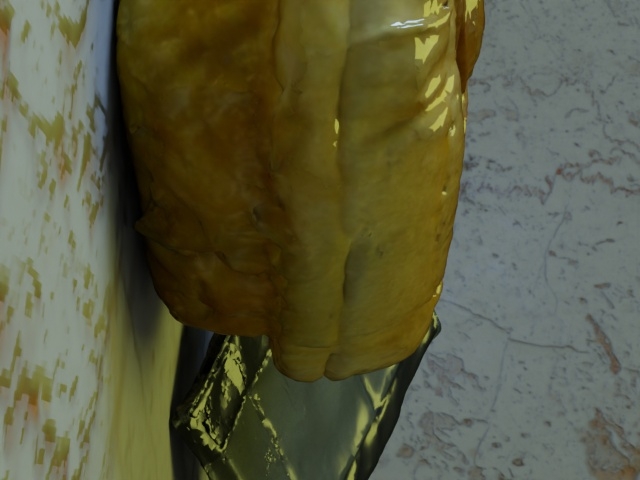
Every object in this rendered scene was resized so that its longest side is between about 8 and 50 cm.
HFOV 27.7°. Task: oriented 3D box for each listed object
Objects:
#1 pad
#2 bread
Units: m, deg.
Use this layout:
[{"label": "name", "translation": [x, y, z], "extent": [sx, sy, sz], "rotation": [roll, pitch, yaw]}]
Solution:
[{"label": "pad", "translation": [0.003, 0.066, 0.696], "extent": [0.233, 0.022, 0.174], "rotation": [-63, 141, -41]}, {"label": "bread", "translation": [-0.004, -0.061, 0.478], "extent": [0.236, 0.120, 0.198], "rotation": [90, 0, -49]}]
